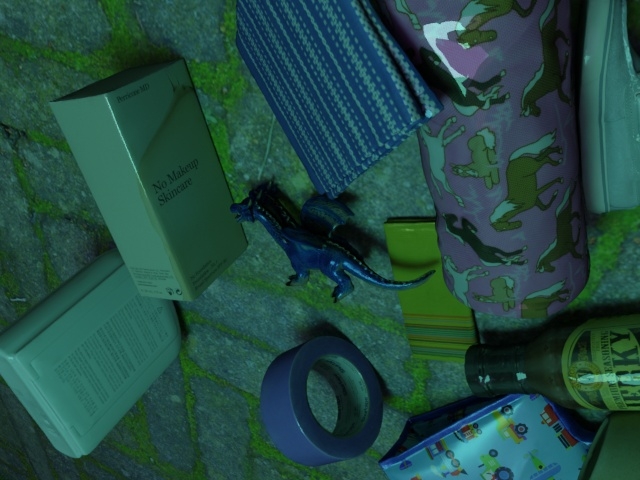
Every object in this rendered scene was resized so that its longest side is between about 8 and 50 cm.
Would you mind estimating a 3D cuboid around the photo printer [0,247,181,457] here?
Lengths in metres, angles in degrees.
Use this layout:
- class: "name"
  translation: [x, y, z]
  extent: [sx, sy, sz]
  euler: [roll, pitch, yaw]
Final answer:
- class: "photo printer"
  translation: [-0.382, 0.177, 0.973]
  extent: [0.107, 0.307, 0.256]
  euler: [4, 126, 31]

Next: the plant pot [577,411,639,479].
- class: "plant pot"
  translation: [0.397, 0.297, 0.616]
  extent: [0.191, 0.284, 0.284]
  euler: [23, 131, 25]

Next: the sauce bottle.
- class: "sauce bottle"
  translation: [0.340, 0.144, 0.646]
  extent: [0.344, 0.111, 0.111]
  euler: [-17, 112, 38]

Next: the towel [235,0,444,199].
- class: "towel"
  translation: [-0.009, -0.173, 0.542]
  extent: [0.243, 0.040, 0.336]
  euler: [60, 168, -1]

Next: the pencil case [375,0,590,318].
- class: "pencil case"
  translation: [0.152, -0.104, 0.500]
  extent: [0.167, 0.160, 0.386]
  euler: [28, 152, 47]

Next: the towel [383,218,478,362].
- class: "towel"
  translation: [0.158, 0.074, 0.771]
  extent: [0.102, 0.021, 0.237]
  euler: [-1, 121, 28]

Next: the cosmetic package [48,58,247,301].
- class: "cosmetic package"
  translation: [-0.231, -0.082, 0.801]
  extent: [0.113, 0.160, 0.309]
  euler: [3, 124, 29]

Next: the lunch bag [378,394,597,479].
- class: "lunch bag"
  translation: [0.273, 0.337, 0.808]
  extent: [0.293, 0.138, 0.221]
  euler: [-38, 84, 33]

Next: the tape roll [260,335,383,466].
- class: "tape roll"
  translation: [0.004, 0.252, 0.873]
  extent: [0.189, 0.189, 0.080]
  euler: [49, 133, -8]

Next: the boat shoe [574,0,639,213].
- class: "boat shoe"
  translation: [0.284, -0.129, 0.517]
  extent: [0.081, 0.079, 0.227]
  euler: [-4, 124, 23]

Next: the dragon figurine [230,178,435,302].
- class: "dragon figurine"
  translation: [0.000, 0.000, 0.747]
  extent: [0.289, 0.085, 0.144]
  euler: [15, 141, 38]
